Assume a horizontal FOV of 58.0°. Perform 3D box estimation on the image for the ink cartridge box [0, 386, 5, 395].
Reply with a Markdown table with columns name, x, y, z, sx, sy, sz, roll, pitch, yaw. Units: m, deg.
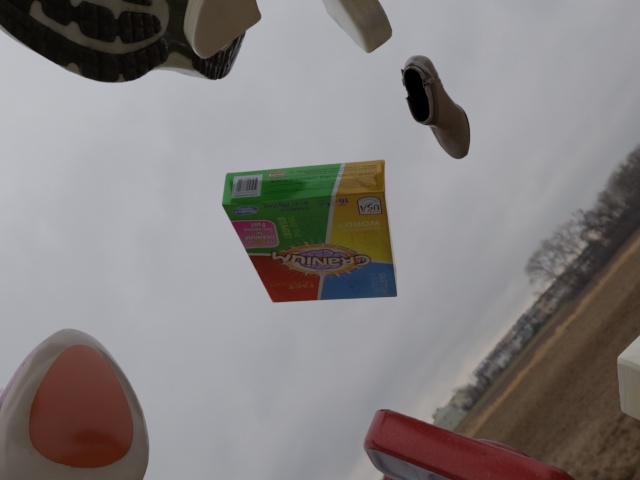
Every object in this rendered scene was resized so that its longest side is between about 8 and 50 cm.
| name | x | y | z | sx | sy | sz | roll | pitch | yaw |
| --- | --- | --- | --- | --- | --- | --- | --- | --- | --- |
| ink cartridge box | -0.394 | 0.212 | 0.718 | 0.083 | 0.048 | 0.028 | -67 | -4 | -77 |

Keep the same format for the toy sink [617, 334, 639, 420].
| name | x | y | z | sx | sy | sz | roll | pitch | yaw |
| --- | --- | --- | --- | --- | --- | --- | --- | --- | --- |
| toy sink | 0.595 | 0.223 | 0.853 | 0.153 | 0.234 | 0.131 | -32 | -62 | -26 |

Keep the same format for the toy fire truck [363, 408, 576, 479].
| name | x | y | z | sx | sy | sz | roll | pitch | yaw |
| --- | --- | --- | --- | --- | --- | --- | --- | --- | --- |
| toy fire truck | 0.198 | 0.265 | 0.511 | 0.169 | 0.302 | 0.253 | -57 | -39 | -29 |

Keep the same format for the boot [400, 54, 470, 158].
| name | x | y | z | sx | sy | sz | roll | pitch | yaw |
| --- | --- | --- | --- | --- | --- | --- | --- | --- | --- |
| boot | 0.115 | -0.130 | 0.585 | 0.042 | 0.118 | 0.087 | -22 | 9 | 29 |

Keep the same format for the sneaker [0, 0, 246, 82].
| name | x | y | z | sx | sy | sz | roll | pitch | yaw |
| --- | --- | --- | --- | --- | --- | --- | --- | --- | --- |
| sneaker | -0.247 | -0.266 | 0.648 | 0.410 | 0.182 | 0.158 | -21 | -53 | -68 |

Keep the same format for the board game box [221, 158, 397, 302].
| name | x | y | z | sx | sy | sz | roll | pitch | yaw |
| --- | --- | --- | --- | --- | --- | --- | --- | --- | --- |
| board game box | 0.000 | 0.000 | 0.964 | 0.316 | 0.242 | 0.064 | 72 | -163 | -55 |

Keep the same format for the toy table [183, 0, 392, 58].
| name | x | y | z | sx | sy | sz | roll | pitch | yaw |
| --- | --- | --- | --- | --- | --- | --- | --- | --- | --- |
| toy table | -0.036 | -0.274 | 0.468 | 0.252 | 0.274 | 0.161 | -26 | -30 | 8 |

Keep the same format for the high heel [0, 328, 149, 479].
| name | x | y | z | sx | sy | sz | roll | pitch | yaw |
| --- | --- | --- | --- | --- | --- | --- | --- | --- | --- |
| high heel | -0.222 | 0.244 | 0.410 | 0.127 | 0.377 | 0.181 | 31 | -63 | -32 |
